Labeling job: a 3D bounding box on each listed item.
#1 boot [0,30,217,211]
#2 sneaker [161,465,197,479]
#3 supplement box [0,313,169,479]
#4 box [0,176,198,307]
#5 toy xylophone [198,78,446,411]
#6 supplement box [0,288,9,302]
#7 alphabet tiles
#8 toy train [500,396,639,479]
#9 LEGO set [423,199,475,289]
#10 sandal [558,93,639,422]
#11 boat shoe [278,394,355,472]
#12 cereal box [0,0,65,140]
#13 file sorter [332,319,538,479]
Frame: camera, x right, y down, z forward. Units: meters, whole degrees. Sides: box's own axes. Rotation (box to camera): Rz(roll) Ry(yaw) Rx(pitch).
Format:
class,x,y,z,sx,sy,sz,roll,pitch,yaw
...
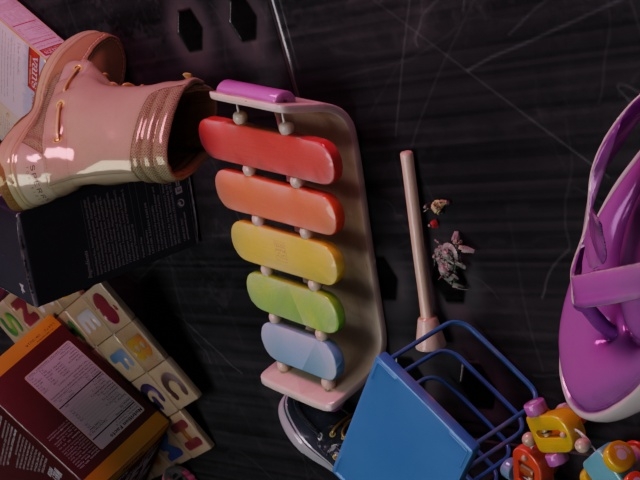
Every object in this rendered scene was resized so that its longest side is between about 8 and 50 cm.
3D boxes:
class,x,y,z,sx,sy,sz,roll,pitch,yaw
boot,-0.191,-0.134,1.779,0.203,0.262,0.095,-8,123,23
sneaker,-0.154,0.322,2.095,0.119,0.047,0.057,62,159,9
supplement box,-0.304,0.230,2.097,0.194,0.129,0.191,41,147,10
box,-0.258,-0.028,1.878,0.153,0.207,0.108,21,125,48
toy xylophone,0.000,0.000,1.641,0.236,0.081,0.323,5,113,54
supplement box,-0.369,-0.003,2.170,0.104,0.080,0.188,58,146,14
alphabet tiles,-0.264,0.161,2.108,0.285,0.011,0.342,51,147,-3
toy train,0.219,0.191,1.478,0.166,0.046,0.125,26,135,46
LEGO set,0.106,0.006,1.544,0.083,0.023,0.054,61,147,9
sandal,0.232,-0.032,1.220,0.416,0.102,0.169,116,156,-45
boat shoe,0.037,0.191,1.724,0.183,0.065,0.083,42,140,22
cereal box,-0.365,-0.199,2.078,0.240,0.047,0.173,41,139,35
file sorter,0.103,0.173,1.569,0.118,0.104,0.170,45,141,24
